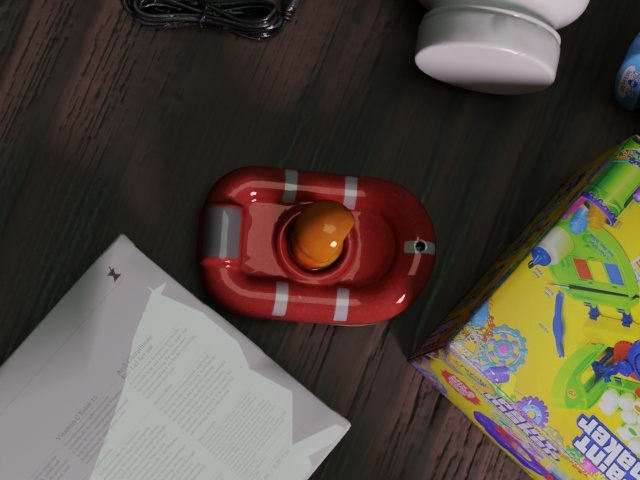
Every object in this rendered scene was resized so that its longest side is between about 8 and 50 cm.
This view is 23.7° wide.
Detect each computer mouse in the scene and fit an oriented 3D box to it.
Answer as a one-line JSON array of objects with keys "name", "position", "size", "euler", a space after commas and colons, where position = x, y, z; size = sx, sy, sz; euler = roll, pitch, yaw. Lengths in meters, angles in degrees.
[{"name": "computer mouse", "position": [-0.090, -0.333, 1.559], "size": [0.184, 0.060, 0.262], "euler": [12, 79, -7]}]

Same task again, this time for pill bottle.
[{"name": "pill bottle", "position": [0.191, -0.327, 1.542], "size": [0.188, 0.188, 0.334], "euler": [13, 78, -8]}]

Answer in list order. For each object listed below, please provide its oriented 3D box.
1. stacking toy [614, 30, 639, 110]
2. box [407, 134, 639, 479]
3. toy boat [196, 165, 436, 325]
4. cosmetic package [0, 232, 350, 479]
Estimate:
[{"name": "stacking toy", "position": [0.462, -0.139, 1.531], "size": [0.302, 0.175, 0.166], "euler": [37, 75, 13]}, {"name": "box", "position": [0.295, 0.108, 1.488], "size": [0.290, 0.177, 0.279], "euler": [44, 76, -1]}, {"name": "toy boat", "position": [0.000, 0.000, 1.468], "size": [0.231, 0.151, 0.151], "euler": [5, 80, -9]}, {"name": "cosmetic package", "position": [-0.200, 0.227, 1.408], "size": [0.284, 0.097, 0.377], "euler": [40, 76, 4]}]
